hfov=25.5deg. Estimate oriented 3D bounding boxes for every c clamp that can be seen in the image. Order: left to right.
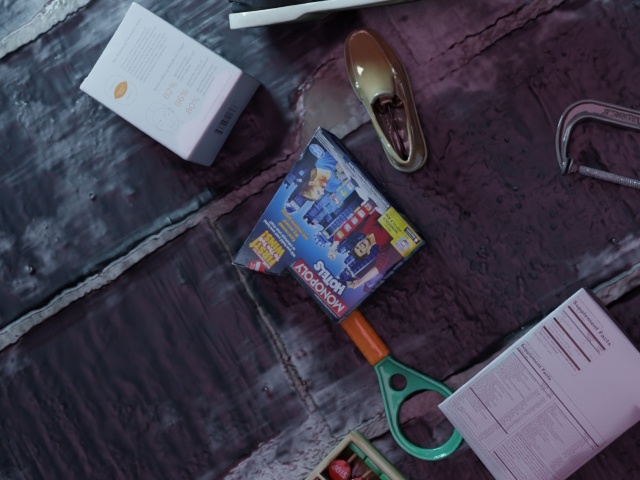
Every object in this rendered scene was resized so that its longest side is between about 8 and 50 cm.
[{"bbox_3d":[0.347,-0.092,1.660,0.161,0.022,0.137,22,93,13],"label":"c clamp"}]

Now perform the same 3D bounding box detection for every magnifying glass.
[{"bbox_3d":[0.089,0.163,1.705,0.092,0.026,0.231,-40,77,14],"label":"magnifying glass"}]

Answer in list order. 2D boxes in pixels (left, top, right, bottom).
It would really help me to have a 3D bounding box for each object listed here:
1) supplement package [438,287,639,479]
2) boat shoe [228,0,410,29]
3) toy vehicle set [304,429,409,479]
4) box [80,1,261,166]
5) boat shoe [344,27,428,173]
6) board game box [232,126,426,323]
[{"bbox_3d":[0.266,0.172,1.578,0.203,0.194,0.149,-40,79,9],"label":"supplement package"},{"bbox_3d":[0.046,-0.331,1.691,0.340,0.127,0.113,-7,98,22],"label":"boat shoe"},{"bbox_3d":[0.079,0.377,1.693,0.267,0.035,0.166,43,97,12],"label":"toy vehicle set"},{"bbox_3d":[-0.185,-0.192,1.755,0.170,0.091,0.130,34,96,12],"label":"box"},{"bbox_3d":[0.078,-0.174,1.702,0.068,0.072,0.190,-27,81,11],"label":"boat shoe"},{"bbox_3d":[0.000,0.000,1.711,0.194,0.060,0.194,-44,71,10],"label":"board game box"}]
